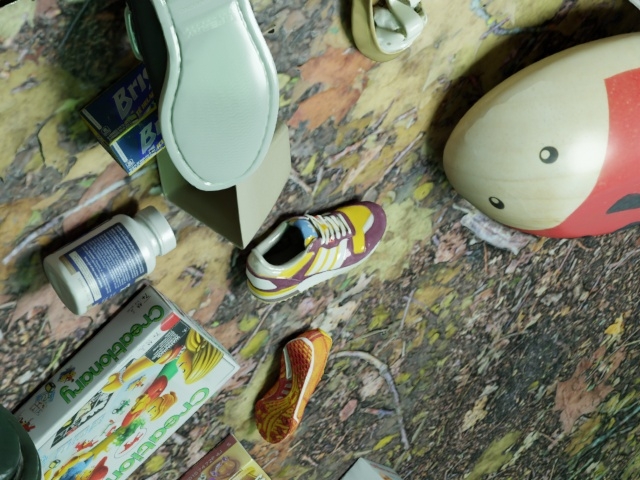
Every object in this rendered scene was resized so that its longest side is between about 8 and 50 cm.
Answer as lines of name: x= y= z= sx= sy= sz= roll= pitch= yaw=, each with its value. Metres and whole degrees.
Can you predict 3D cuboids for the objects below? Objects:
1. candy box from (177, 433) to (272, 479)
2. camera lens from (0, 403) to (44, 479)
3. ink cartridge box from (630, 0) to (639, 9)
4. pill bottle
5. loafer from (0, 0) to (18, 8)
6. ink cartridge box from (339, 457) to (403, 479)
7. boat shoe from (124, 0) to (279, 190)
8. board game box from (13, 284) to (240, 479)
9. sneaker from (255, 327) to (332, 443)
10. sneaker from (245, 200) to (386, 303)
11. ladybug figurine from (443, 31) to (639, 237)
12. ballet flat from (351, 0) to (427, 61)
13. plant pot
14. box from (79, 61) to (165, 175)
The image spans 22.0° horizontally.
candy box: x=-0.115 y=0.331 z=2.123 sx=0.109 sy=0.053 sz=0.187 roll=-40 pitch=148 yaw=-6
camera lens: x=-0.399 y=0.273 z=1.531 sx=0.219 sy=0.219 sz=0.274 roll=0 pitch=128 yaw=-51
ink cartridge box: x=0.460 y=-0.358 z=1.934 sx=0.158 sy=0.092 sz=0.218 roll=5 pitch=126 yaw=-53
pill bottle: x=-0.204 y=0.016 z=1.606 sx=0.120 sy=0.067 sz=0.067 roll=-32 pitch=148 yaw=-20
loafer: x=-0.230 y=-0.218 z=1.300 sx=0.148 sy=0.050 sz=0.056 roll=-37 pitch=149 yaw=-13
ink cartridge box: x=0.096 y=0.421 z=2.370 sx=0.127 sy=0.176 sz=0.128 roll=-50 pitch=151 yaw=4
boat shoe: x=-0.107 y=-0.180 z=1.411 sx=0.114 sy=0.091 sz=0.303 roll=-17 pitch=133 yaw=-16
board game box: x=-0.244 y=0.199 z=1.798 sx=0.305 sy=0.053 sz=0.193 roll=-44 pitch=151 yaw=-1
sneaker: x=-0.028 y=0.185 z=2.039 sx=0.067 sy=0.064 sz=0.175 roll=-22 pitch=147 yaw=-50
sneaker: x=0.000 y=0.000 z=1.835 sx=0.185 sy=0.069 sz=0.084 roll=-33 pitch=153 yaw=-22
ladybug figurine: x=0.347 y=-0.113 z=1.975 sx=0.449 sy=0.162 sz=0.305 roll=-11 pitch=153 yaw=-40
ballet flat: x=0.069 y=-0.238 z=1.620 sx=0.080 sy=0.073 sz=0.232 roll=-37 pitch=150 yaw=-13
plant pot: x=-0.088 y=-0.078 z=1.605 sx=0.096 sy=0.109 sz=0.109 roll=-45 pitch=153 yaw=-27
box: x=-0.134 y=-0.140 z=1.510 sx=0.169 sy=0.054 sz=0.059 roll=-41 pitch=149 yaw=-8
